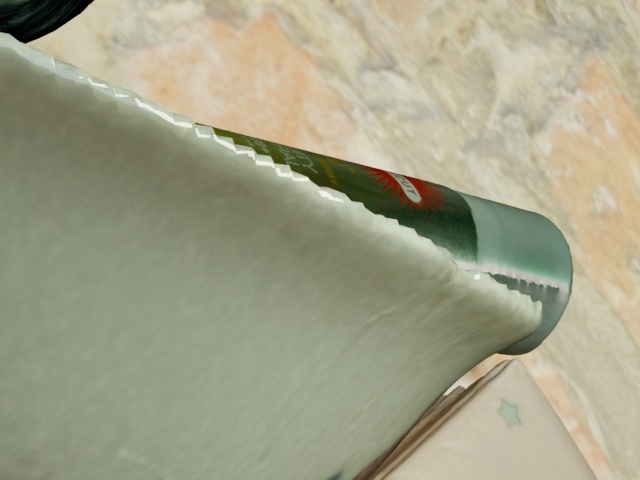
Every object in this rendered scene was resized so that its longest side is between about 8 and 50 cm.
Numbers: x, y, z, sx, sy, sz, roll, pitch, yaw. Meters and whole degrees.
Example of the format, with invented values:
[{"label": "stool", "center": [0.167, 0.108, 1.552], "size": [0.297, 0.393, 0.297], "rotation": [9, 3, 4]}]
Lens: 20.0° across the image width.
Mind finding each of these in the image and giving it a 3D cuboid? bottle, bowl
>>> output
[{"label": "bottle", "center": [0.000, 0.000, 0.875], "size": [0.286, 0.082, 0.082], "rotation": [13, 58, -39]}, {"label": "bowl", "center": [-0.169, 0.030, 0.541], "size": [0.435, 0.435, 0.196], "rotation": [23, 86, -33]}]

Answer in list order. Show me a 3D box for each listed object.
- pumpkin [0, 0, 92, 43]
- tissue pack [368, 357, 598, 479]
[{"label": "pumpkin", "center": [-0.142, -0.184, 0.749], "size": [0.163, 0.233, 0.233], "rotation": [24, 47, 0]}, {"label": "tissue pack", "center": [0.034, 0.199, 0.794], "size": [0.170, 0.071, 0.325], "rotation": [57, 41, -3]}]
